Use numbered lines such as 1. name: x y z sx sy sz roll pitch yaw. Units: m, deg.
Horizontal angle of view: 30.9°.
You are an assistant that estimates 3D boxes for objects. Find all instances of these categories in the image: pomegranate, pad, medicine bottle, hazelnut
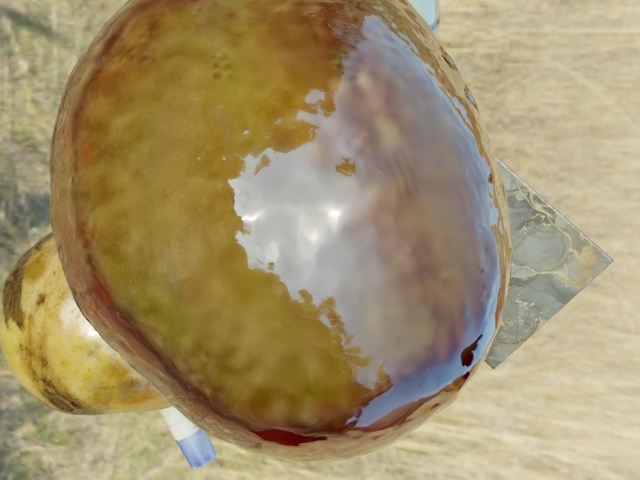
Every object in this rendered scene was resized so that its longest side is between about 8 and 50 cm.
1. pomegranate: -0.299 0.114 1.656 0.322 0.322 0.322 -18 111 -58
2. pad: 0.201 -0.009 1.674 0.247 0.367 0.007 -47 -177 22
3. medicine bottle: -0.268 0.310 2.135 0.059 0.059 0.231 -42 110 -50
4. hazelnut: -0.036 -0.019 0.945 0.353 0.421 0.421 -46 136 -24

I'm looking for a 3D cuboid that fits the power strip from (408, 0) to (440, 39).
1. power strip: 0.039 -0.419 2.113 0.357 0.357 0.161 -45 142 -48
